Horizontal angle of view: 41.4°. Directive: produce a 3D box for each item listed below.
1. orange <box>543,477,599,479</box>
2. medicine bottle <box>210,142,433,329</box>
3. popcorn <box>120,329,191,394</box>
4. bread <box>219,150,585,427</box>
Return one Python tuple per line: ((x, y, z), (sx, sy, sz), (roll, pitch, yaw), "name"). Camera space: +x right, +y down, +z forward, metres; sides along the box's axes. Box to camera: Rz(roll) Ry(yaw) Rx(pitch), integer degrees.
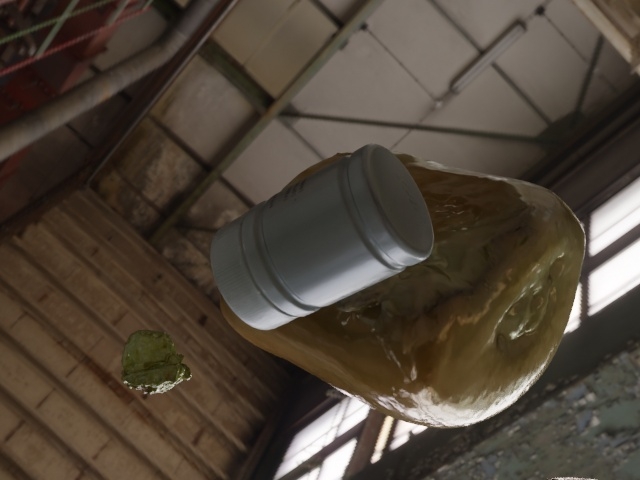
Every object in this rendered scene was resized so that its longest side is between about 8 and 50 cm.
((0.174, 0.283, 0.594), (0.171, 0.240, 0.240), (6, -149, 11), "orange")
((0.000, 0.000, 0.394), (0.058, 0.091, 0.058), (42, -146, -36), "medicine bottle")
((-0.162, 0.120, 0.808), (0.068, 0.059, 0.083), (59, 170, -27), "popcorn")
((0.092, 0.052, 1.000), (0.348, 0.376, 0.253), (-37, -51, -34), "bread")
